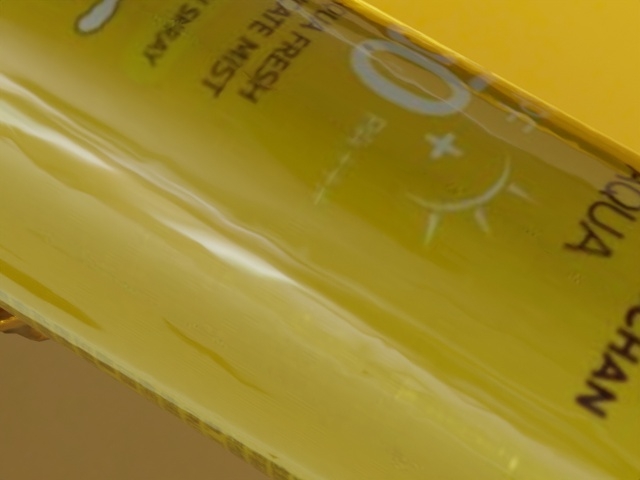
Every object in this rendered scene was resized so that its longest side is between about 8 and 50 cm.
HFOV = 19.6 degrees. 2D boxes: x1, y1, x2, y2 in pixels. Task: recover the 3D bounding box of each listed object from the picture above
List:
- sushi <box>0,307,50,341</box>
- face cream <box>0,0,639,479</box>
[{"bbox_3d":[-0.202,-0.047,0.752,0.417,0.417,0.176,13,-98,-34],"label":"sushi"},{"bbox_3d":[0.000,0.000,0.415,0.348,0.105,0.105,31,-143,13],"label":"face cream"}]
